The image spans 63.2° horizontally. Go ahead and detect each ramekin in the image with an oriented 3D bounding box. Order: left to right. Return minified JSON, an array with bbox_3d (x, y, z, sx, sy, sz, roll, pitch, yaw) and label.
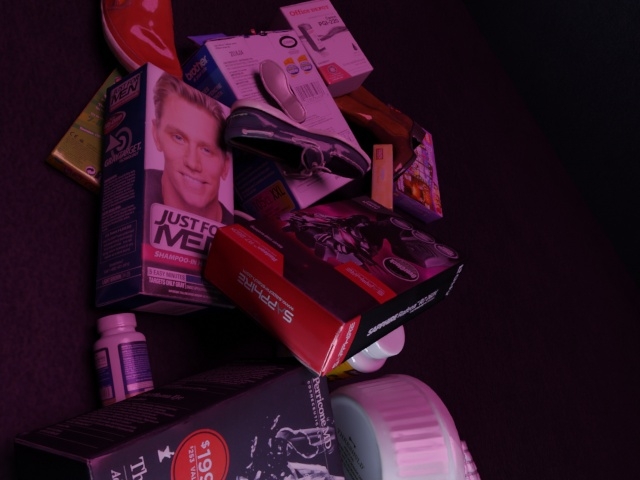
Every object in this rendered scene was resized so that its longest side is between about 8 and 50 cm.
[{"bbox_3d":[0.083,0.348,0.818,0.127,0.273,0.272,8,63,-30],"label":"ramekin"}]

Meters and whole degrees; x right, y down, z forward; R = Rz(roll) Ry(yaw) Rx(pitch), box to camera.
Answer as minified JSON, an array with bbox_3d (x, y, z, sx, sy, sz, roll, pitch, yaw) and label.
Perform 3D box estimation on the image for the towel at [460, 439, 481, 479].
[{"bbox_3d":[0.224,0.475,0.920,0.283,0.122,0.234,73,0,-69],"label":"towel"}]

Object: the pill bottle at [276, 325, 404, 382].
[{"bbox_3d":[0.033,0.175,0.882,0.117,0.215,0.117,24,53,-37],"label":"pill bottle"}]

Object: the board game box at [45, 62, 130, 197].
[{"bbox_3d":[-0.318,-0.183,0.841,0.124,0.039,0.259,38,48,-28],"label":"board game box"}]

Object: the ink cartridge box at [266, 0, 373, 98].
[{"bbox_3d":[-0.001,-0.456,1.247,0.159,0.092,0.217,-29,84,-34],"label":"ink cartridge box"}]

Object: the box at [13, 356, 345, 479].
[{"bbox_3d":[-0.128,0.340,0.598,0.313,0.179,0.342,-10,90,-50],"label":"box"}]

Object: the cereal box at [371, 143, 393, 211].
[{"bbox_3d":[0.137,-0.070,1.154,0.240,0.048,0.172,79,14,-56],"label":"cereal box"}]

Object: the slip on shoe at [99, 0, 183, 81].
[{"bbox_3d":[-0.305,-0.394,0.891,0.123,0.101,0.331,4,59,-51],"label":"slip on shoe"}]

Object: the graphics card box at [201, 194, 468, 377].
[{"bbox_3d":[0.042,0.040,0.793,0.233,0.094,0.371,34,29,29],"label":"graphics card box"}]

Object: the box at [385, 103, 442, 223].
[{"bbox_3d":[0.244,-0.213,1.448,0.201,0.057,0.293,24,54,-38],"label":"box"}]

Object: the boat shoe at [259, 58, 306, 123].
[{"bbox_3d":[-0.067,-0.261,0.923,0.046,0.038,0.125,-37,94,-7],"label":"boat shoe"}]

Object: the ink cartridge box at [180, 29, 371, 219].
[{"bbox_3d":[-0.103,-0.248,1.018,0.270,0.151,0.395,-35,98,-49],"label":"ink cartridge box"}]

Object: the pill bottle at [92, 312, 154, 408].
[{"bbox_3d":[-0.262,0.160,0.688,0.067,0.067,0.120,1,69,-47],"label":"pill bottle"}]

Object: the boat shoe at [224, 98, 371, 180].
[{"bbox_3d":[-0.033,-0.147,0.854,0.255,0.095,0.079,22,63,-25],"label":"boat shoe"}]

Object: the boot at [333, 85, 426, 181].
[{"bbox_3d":[0.117,-0.285,1.288,0.281,0.096,0.264,35,53,-7],"label":"boot"}]

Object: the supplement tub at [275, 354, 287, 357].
[{"bbox_3d":[-0.062,0.250,0.853,0.071,0.071,0.107,-32,93,-50],"label":"supplement tub"}]

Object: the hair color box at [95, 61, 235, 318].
[{"bbox_3d":[-0.226,-0.068,0.785,0.174,0.105,0.346,20,60,-52],"label":"hair color box"}]

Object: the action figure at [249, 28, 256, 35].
[{"bbox_3d":[-0.128,-0.431,1.190,0.115,0.030,0.038,56,45,-5],"label":"action figure"}]

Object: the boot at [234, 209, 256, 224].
[{"bbox_3d":[-0.077,0.041,0.957,0.244,0.088,0.176,42,7,7],"label":"boot"}]
